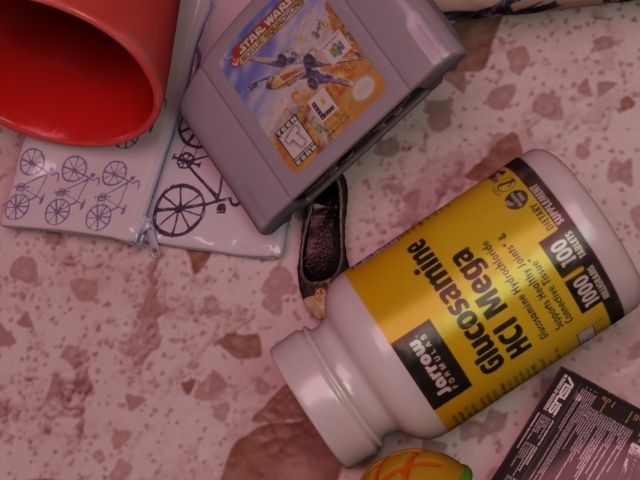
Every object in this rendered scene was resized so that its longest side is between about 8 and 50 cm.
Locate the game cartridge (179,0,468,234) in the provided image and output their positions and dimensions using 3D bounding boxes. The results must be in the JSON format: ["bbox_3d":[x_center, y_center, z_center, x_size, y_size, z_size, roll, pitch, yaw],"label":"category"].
[{"bbox_3d":[-0.010,-0.171,1.668,0.297,0.062,0.198,-43,75,24],"label":"game cartridge"}]

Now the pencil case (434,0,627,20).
[{"bbox_3d":[0.223,-0.332,1.706,0.410,0.160,0.183,-6,85,12],"label":"pencil case"}]

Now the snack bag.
[{"bbox_3d":[-0.163,-0.138,1.801,0.343,0.037,0.323,9,72,17],"label":"snack bag"}]

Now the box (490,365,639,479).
[{"bbox_3d":[0.254,0.307,1.507,0.242,0.076,0.307,29,79,22],"label":"box"}]

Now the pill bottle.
[{"bbox_3d":[0.127,0.073,1.565,0.334,0.188,0.188,-34,66,0],"label":"pill bottle"}]

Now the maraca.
[{"bbox_3d":[0.075,0.251,1.525,0.127,0.186,0.099,-31,93,-29],"label":"maraca"}]

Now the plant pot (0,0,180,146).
[{"bbox_3d":[-0.264,-0.273,1.732,0.275,0.275,0.243,7,60,17],"label":"plant pot"}]

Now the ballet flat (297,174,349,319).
[{"bbox_3d":[0.000,0.000,1.700,0.057,0.049,0.173,-5,69,13],"label":"ballet flat"}]
